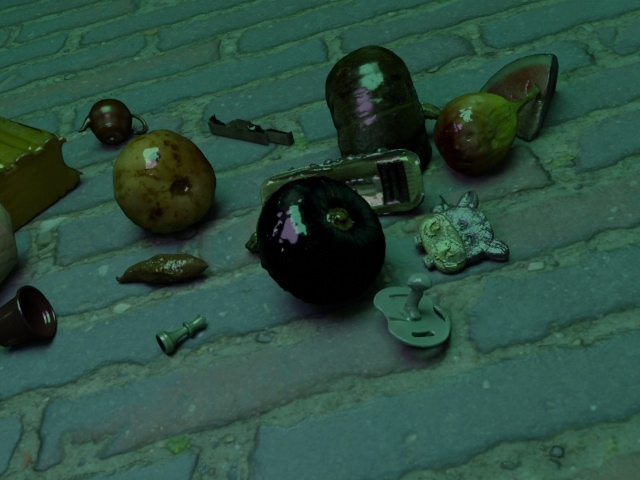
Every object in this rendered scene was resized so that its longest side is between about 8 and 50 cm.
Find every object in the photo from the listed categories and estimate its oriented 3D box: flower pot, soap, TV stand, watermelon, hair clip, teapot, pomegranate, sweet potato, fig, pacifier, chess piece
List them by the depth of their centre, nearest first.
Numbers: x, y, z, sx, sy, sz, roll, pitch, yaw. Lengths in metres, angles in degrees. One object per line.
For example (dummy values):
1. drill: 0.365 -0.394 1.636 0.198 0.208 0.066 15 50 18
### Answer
1. pacifier: 0.159 0.104 1.299 0.126 0.117 0.150 4 31 -16
2. chess piece: -0.243 0.162 1.429 0.093 0.042 0.042 -28 39 -26
3. hair clip: 0.240 -0.015 1.460 0.146 0.056 0.187 -24 41 2
4. flower pot: -0.568 0.153 1.514 0.089 0.111 0.111 -28 37 10
5. sweet potato: -0.312 0.056 1.565 0.205 0.060 0.068 -10 6 24
6. hair clip: 0.043 -0.101 1.591 0.321 0.138 0.091 -9 9 10
7. fig: 0.344 -0.244 1.612 0.257 0.159 0.159 -35 42 -14
8. pomegranate: -0.327 -0.124 1.676 0.215 0.215 0.215 -10 39 8
9. watermelon: 0.415 -0.312 1.714 0.207 0.136 0.202 -18 30 21
10. soap: -0.787 -0.157 1.912 0.335 0.156 0.293 19 53 36
11. TV stand: -0.169 -0.261 1.916 0.249 0.036 0.042 16 47 33
12. teapot: -0.525 -0.290 2.032 0.173 0.116 0.116 -1 32 -25

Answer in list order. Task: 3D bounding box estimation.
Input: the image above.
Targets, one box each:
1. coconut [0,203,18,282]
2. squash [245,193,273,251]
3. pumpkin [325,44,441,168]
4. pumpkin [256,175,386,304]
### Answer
1. coconut: -0.752 0.022 1.623 0.259 0.259 0.259 -10 39 8
2. squash: -0.091 -0.010 1.543 0.105 0.132 0.105 26 30 -17
3. pumpkin: 0.136 -0.293 1.701 0.242 0.232 0.325 -12 42 1
4. pumpkin: 0.000 0.000 1.392 0.233 0.233 0.163 -54 8 -38
